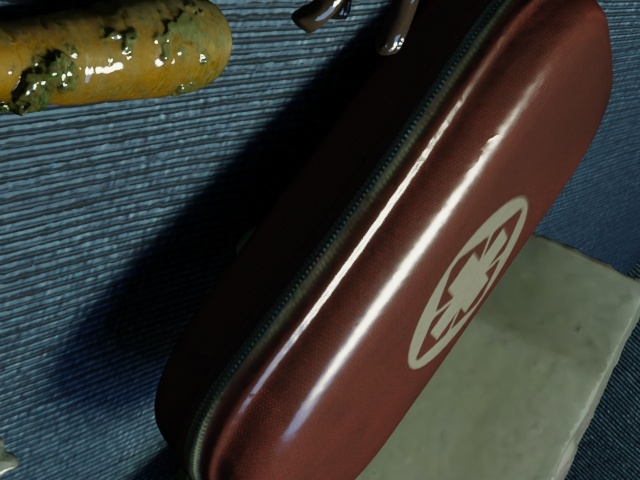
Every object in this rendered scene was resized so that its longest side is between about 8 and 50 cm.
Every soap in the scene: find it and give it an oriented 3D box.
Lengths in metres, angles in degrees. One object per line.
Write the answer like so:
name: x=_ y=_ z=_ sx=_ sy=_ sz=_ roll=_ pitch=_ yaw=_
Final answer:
soap: x=0.110 y=0.204 z=1.270 sx=0.435 sy=0.213 sz=0.350 roll=-61 pitch=165 yaw=-16

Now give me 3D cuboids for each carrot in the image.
carrot: x=-0.119 y=-0.070 z=0.534 sx=0.254 sy=0.049 sz=0.049 roll=-16 pitch=147 yaw=-52

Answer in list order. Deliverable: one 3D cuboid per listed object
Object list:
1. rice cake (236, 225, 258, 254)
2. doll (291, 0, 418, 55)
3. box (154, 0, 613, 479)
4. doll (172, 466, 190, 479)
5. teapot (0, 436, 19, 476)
rice cake: x=0.000 y=0.001 z=1.008 sx=0.033 sy=0.033 sz=0.207 roll=-53 pitch=163 yaw=19
doll: x=0.034 y=-0.169 z=0.642 sx=0.165 sy=0.057 sz=0.139 roll=-55 pitch=159 yaw=17
box: x=0.052 y=0.002 z=0.912 sx=0.404 sy=0.108 sz=0.263 roll=-55 pitch=161 yaw=-2
doll: x=-0.070 y=0.235 z=1.246 sx=0.076 sy=0.113 sz=0.078 roll=-34 pitch=160 yaw=-5
teapot: x=-0.279 y=0.143 z=0.342 sx=0.424 sy=0.252 sz=0.280 roll=-13 pitch=115 yaw=-23
